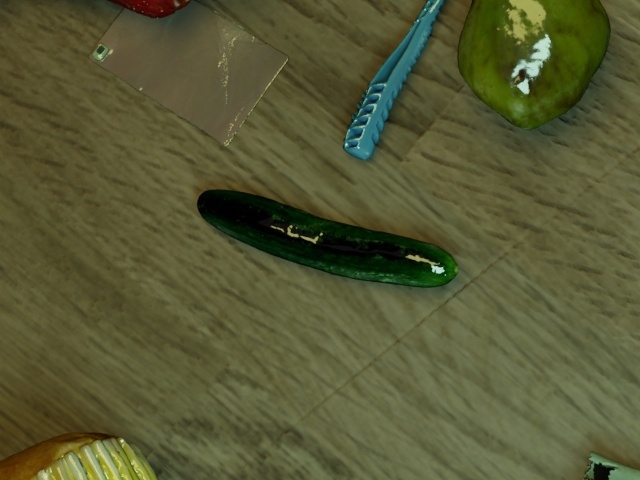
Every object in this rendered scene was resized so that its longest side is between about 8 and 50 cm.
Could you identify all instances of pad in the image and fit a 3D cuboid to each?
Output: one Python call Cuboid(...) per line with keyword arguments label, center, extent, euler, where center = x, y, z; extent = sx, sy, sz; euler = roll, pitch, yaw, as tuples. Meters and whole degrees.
Cuboid(label="pad", center=(-0.136, -0.187, 1.919), extent=(0.187, 0.006, 0.113), euler=(33, 84, 20))

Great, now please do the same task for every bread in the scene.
Cuboid(label="bread", center=(-0.275, 0.287, 1.712), extent=(0.288, 0.204, 0.156), euler=(-33, 73, 8))

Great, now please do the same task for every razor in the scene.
Cuboid(label="razor", center=(0.085, -0.196, 1.848), extent=(0.082, 0.042, 0.253), euler=(9, 73, 60))

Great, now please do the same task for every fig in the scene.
Cuboid(label="fig", center=(0.197, -0.193, 1.760), extent=(0.154, 0.166, 0.144), euler=(-20, 30, -21))

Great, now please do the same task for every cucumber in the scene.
Cuboid(label="cucumber", center=(0.000, 0.000, 1.806), extent=(0.284, 0.056, 0.056), euler=(15, 78, 23))

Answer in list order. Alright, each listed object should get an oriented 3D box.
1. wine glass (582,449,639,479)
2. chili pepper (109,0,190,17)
Cuboid(label="wine glass", center=(0.308, 0.254, 1.640), extent=(0.195, 0.079, 0.079), euler=(24, 81, 18))
Cuboid(label="chili pepper", center=(-0.231, -0.293, 1.923), extent=(0.387, 0.110, 0.110), euler=(15, 78, 25))
